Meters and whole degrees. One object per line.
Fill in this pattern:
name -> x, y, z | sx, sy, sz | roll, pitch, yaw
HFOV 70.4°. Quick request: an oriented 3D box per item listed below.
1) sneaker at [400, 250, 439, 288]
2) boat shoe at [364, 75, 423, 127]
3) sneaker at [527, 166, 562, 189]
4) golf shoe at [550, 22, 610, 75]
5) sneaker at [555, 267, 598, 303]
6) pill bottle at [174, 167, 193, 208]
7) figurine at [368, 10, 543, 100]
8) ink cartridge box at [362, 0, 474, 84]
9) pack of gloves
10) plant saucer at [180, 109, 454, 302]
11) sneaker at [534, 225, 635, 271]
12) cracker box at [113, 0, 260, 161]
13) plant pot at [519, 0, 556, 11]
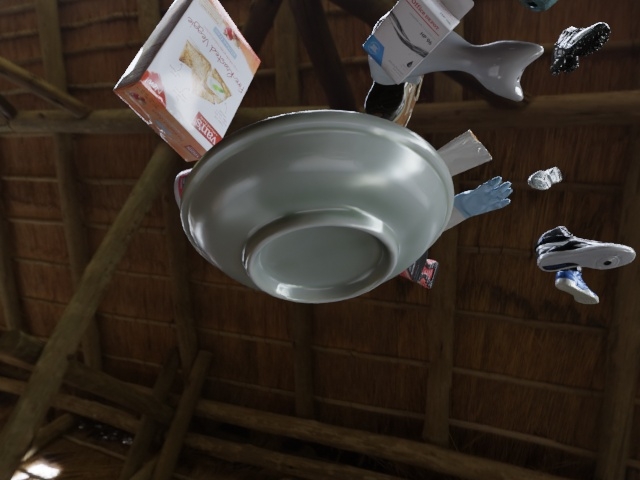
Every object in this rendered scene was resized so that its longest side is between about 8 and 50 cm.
sneaker -> 0.272, 0.076, 1.445 | 0.136, 0.314, 0.115 | 15, -103, 31
boat shoe -> 0.202, -0.403, 1.174 | 0.123, 0.120, 0.323 | 12, -112, 30
sneaker -> 0.616, -0.166, 1.270 | 0.061, 0.152, 0.053 | -21, -94, 52
golf shoe -> 0.606, -0.476, 1.080 | 0.077, 0.198, 0.093 | -2, -95, -2
sneaker -> 0.697, 0.111, 1.227 | 0.058, 0.152, 0.084 | -31, -143, 59
pill bottle -> -0.178, -0.105, 0.879 | 0.180, 0.108, 0.107 | -13, -128, 17
figurine -> 0.172, -0.281, 0.543 | 0.210, 0.214, 0.092 | 20, -134, 20
ink cartridge box -> 0.081, -0.181, 0.385 | 0.083, 0.048, 0.028 | -39, -170, 49
pack of gloves -> 0.286, -0.106, 1.004 | 0.232, 0.195, 0.046 | -28, -156, 44
plant saucer -> 0.000, 0.000, 0.660 | 0.401, 0.400, 0.100 | -13, -126, 11
sneaker -> 0.665, 0.008, 1.160 | 0.217, 0.079, 0.121 | -5, -137, 17
cracker box -> -0.198, -0.265, 0.722 | 0.067, 0.155, 0.232 | -2, -123, 33
plant pot -> 0.463, -0.649, 0.840 | 0.334, 0.341, 0.341 | -47, -133, 23
